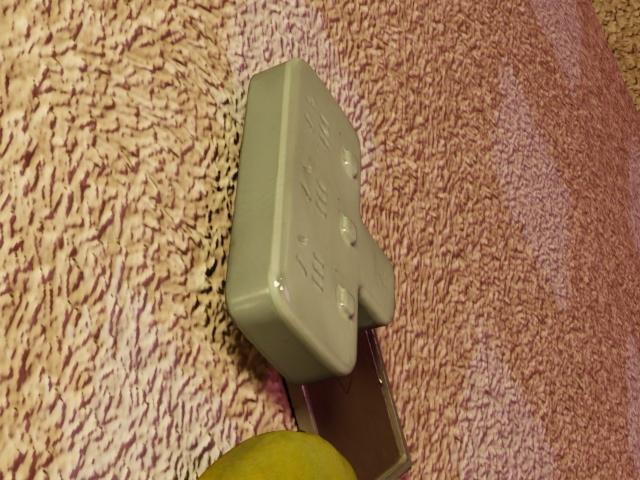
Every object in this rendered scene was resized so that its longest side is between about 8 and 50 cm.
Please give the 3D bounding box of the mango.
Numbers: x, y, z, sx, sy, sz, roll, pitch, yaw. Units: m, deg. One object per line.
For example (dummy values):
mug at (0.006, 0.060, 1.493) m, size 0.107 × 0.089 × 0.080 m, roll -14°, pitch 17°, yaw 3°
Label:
mango at (-0.040, 0.205, 0.975) m, size 0.122 × 0.085 × 0.191 m, roll 53°, pitch 44°, yaw -12°

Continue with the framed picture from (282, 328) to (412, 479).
framed picture at (0.014, 0.096, 1.258) m, size 0.189 × 0.023 × 0.260 m, roll -20°, pitch 94°, yaw -66°

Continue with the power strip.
power strip at (0.001, 0.000, 1.192) m, size 0.193 × 0.059 × 0.265 m, roll 51°, pitch 31°, yaw -42°
